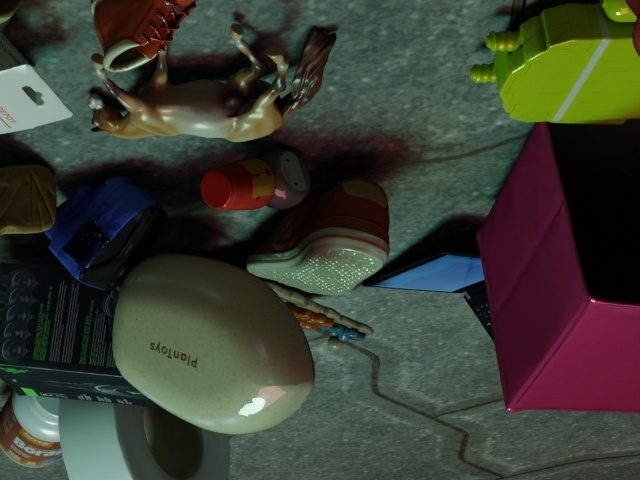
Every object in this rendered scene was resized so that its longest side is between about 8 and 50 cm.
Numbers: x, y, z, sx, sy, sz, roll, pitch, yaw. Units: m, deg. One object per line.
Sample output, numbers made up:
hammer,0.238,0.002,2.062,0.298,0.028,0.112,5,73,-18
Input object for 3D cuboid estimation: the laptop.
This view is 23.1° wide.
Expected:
laptop,0.223,0.112,2.064,0.136,0.264,0.234,-35,-176,-26

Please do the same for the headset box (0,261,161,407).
headset box,-0.272,0.125,1.964,0.283,0.131,0.246,6,166,0

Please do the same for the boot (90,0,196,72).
boot,-0.135,-0.204,1.384,0.158,0.084,0.059,-23,150,31

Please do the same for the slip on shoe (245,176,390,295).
slip on shoe,0.000,0.000,1.865,0.123,0.101,0.331,16,164,-16

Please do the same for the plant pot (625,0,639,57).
plant pot,0.335,-0.238,1.298,0.191,0.174,0.191,-5,155,-3

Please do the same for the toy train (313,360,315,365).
toy train,-0.068,0.125,2.015,0.125,0.046,0.166,12,169,6

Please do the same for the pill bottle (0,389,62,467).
pill bottle,-0.406,0.253,2.330,0.121,0.121,0.216,4,155,-21

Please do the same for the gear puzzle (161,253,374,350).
gear puzzle,-0.079,0.079,2.005,0.175,0.044,0.339,14,172,38

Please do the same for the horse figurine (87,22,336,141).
horse figurine,-0.112,-0.147,1.544,0.263,0.066,0.174,-4,151,2

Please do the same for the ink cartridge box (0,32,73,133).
ink cartridge box,-0.345,-0.149,1.484,0.198,0.067,0.115,-9,157,11

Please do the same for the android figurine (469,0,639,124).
android figurine,0.288,-0.180,1.564,0.273,0.056,0.248,-2,157,-9

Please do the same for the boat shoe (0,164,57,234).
boat shoe,-0.380,-0.042,1.633,0.096,0.098,0.277,-1,177,20

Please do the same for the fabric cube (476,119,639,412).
fabric cube,0.345,0.030,1.763,0.254,0.259,0.258,3,146,-15

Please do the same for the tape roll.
tape roll,-0.245,0.276,2.217,0.100,0.286,0.286,-18,153,26

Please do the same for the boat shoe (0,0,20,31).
boat shoe,-0.374,-0.199,1.347,0.223,0.080,0.073,-2,152,-19

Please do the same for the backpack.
backpack,-0.242,-0.018,1.765,0.120,0.101,0.098,-45,167,5

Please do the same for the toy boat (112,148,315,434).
toy boat,-0.094,0.055,1.738,0.267,0.318,0.148,24,-160,30
